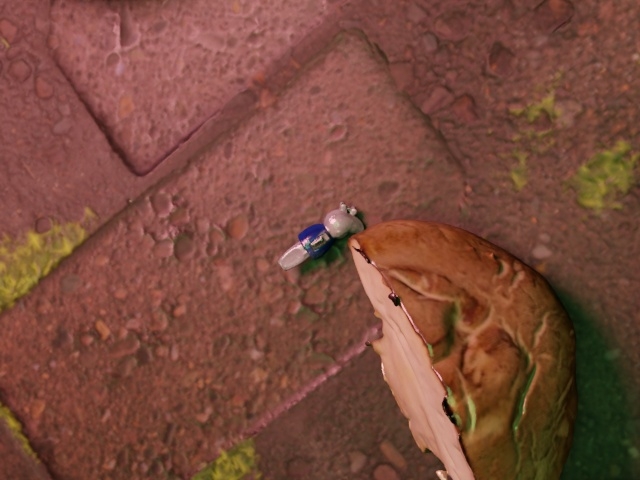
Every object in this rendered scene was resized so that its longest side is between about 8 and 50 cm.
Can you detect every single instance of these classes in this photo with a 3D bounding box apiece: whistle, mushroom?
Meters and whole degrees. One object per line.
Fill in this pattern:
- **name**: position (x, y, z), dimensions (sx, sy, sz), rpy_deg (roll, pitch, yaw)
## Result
- **whistle**: position (0.000, 0.000, 0.969), dimensions (0.083, 0.029, 0.033), rpy_deg (-35, 100, 6)
- **mushroom**: position (0.136, 0.102, 0.900), dimensions (0.151, 0.156, 0.285), rpy_deg (-20, 82, -14)
